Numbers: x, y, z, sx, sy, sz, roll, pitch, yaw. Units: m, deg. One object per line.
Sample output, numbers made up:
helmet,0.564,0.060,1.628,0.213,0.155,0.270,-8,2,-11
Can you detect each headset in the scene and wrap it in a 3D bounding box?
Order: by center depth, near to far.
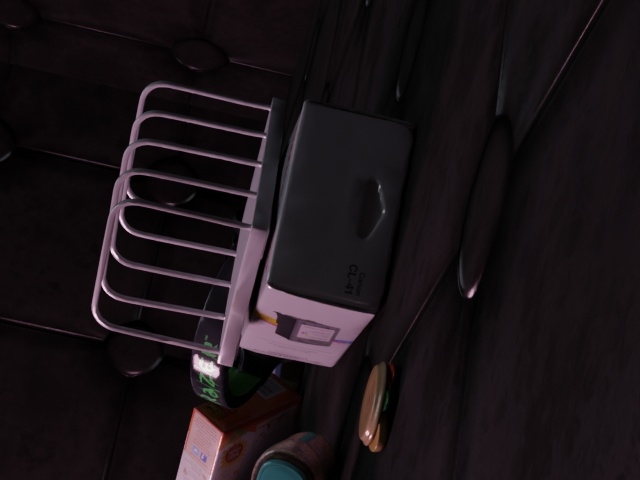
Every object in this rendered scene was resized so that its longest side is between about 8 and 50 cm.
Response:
headset,-0.080,0.040,2.142,0.394,0.185,0.243,-53,-23,-40

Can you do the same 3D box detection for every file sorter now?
file sorter,-0.149,-0.030,1.845,0.277,0.173,0.193,-85,9,-56

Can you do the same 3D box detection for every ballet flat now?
ballet flat,-0.048,0.346,1.815,0.106,0.108,0.316,-46,-20,-60

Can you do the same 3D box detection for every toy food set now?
toy food set,0.054,0.151,1.504,0.083,0.020,0.082,-116,39,-82

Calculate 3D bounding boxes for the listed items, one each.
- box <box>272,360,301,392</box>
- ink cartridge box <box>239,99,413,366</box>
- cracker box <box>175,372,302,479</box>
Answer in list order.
box,-0.064,0.235,2.438,0.136,0.036,0.225,-83,9,-47
ink cartridge box,0.000,0.000,1.840,0.306,0.131,0.226,115,167,-72
cracker box,-0.125,0.315,2.290,0.156,0.067,0.232,-20,-44,-43
